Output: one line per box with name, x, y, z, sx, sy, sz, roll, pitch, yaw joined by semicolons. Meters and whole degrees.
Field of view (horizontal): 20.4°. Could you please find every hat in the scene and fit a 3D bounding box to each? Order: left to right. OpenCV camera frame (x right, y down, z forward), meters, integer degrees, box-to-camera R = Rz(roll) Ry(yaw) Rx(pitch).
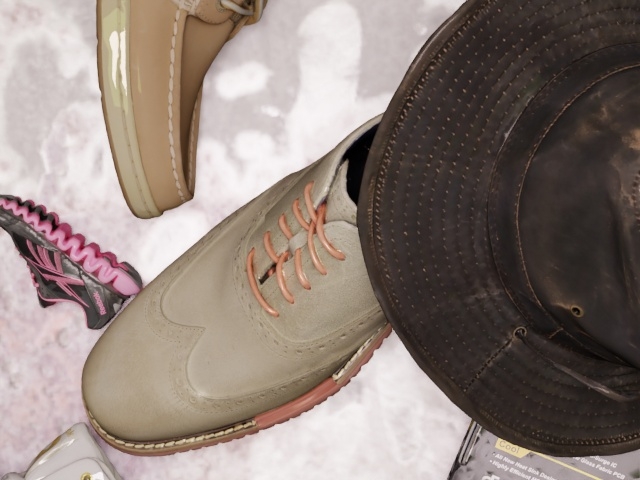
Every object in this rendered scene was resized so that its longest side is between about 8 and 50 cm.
hat;0.190;-0.005;0.973;0.331;0.134;0.331;-8;112;-20

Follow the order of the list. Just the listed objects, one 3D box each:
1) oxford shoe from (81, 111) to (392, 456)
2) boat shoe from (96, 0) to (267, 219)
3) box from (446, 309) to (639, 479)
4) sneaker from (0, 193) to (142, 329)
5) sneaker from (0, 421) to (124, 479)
oxford shoe;0.000;0.000;1.098;0.397;0.146;0.140;-34;68;9
boat shoe;-0.080;-0.183;1.139;0.110;0.121;0.341;2;88;1
box;0.264;0.129;1.137;0.322;0.079;0.257;22;87;8
sneaker;-0.179;0.016;1.177;0.119;0.047;0.057;35;101;2
sneaker;-0.223;0.169;1.147;0.292;0.108;0.169;37;88;-9
